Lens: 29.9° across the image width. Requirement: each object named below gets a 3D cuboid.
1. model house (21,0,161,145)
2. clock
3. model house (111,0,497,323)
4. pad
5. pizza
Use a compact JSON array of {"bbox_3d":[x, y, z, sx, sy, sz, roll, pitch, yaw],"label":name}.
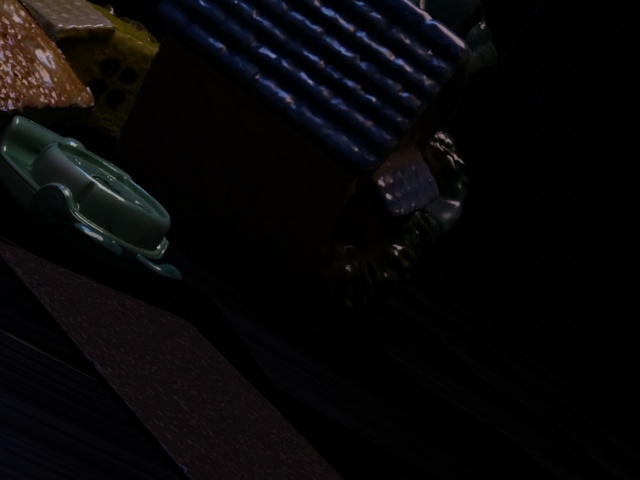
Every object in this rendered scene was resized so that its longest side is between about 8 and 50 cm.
[{"bbox_3d":[-0.350,-0.267,1.622,0.193,0.175,0.234,39,3,34],"label":"model house"},{"bbox_3d":[-0.194,-0.028,1.040,0.148,0.060,0.188,30,8,-48],"label":"clock"},{"bbox_3d":[0.049,-0.198,1.517,0.395,0.400,0.445,37,33,19],"label":"model house"},{"bbox_3d":[-0.078,0.111,0.809,0.220,0.004,0.330,30,7,-48],"label":"pad"},{"bbox_3d":[-0.347,-0.189,1.084,0.323,0.089,0.223,45,26,-21],"label":"pizza"}]
